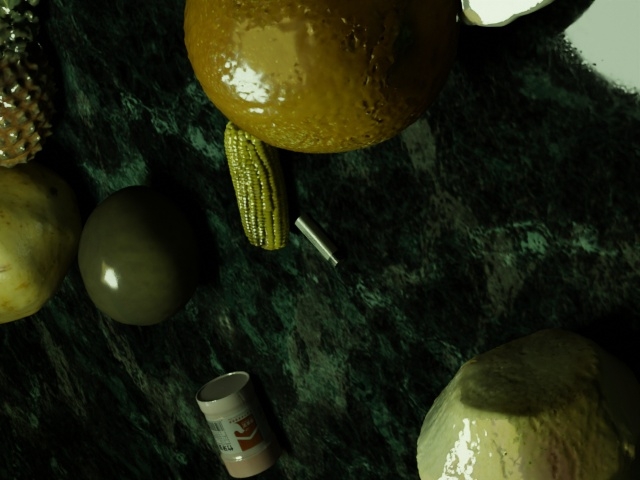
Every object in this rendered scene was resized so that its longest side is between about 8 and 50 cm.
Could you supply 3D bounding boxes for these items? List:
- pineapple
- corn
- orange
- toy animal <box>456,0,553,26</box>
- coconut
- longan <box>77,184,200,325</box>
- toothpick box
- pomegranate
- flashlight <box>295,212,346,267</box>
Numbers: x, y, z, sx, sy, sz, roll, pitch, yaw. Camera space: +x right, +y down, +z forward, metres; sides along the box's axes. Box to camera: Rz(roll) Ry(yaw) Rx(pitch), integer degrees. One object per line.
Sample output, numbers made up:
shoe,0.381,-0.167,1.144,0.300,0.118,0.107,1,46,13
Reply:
pineapple,-0.489,-0.290,1.805,0.175,0.175,0.361,41,128,23
corn,-0.082,-0.077,1.521,0.072,0.072,0.203,23,135,40
orange,0.003,-0.214,1.118,0.274,0.274,0.274,32,140,32
toy animal,0.150,-0.306,0.957,0.208,0.156,0.204,52,146,-11
coconut,0.232,0.224,1.216,0.259,0.259,0.259,32,140,32
longan,-0.281,0.027,1.759,0.196,0.196,0.220,17,119,44
toothpick box,-0.135,0.305,1.889,0.098,0.098,0.149,0,117,52
pomegranate,-0.581,-0.020,1.962,0.342,0.342,0.342,32,140,32
flashlight,0.000,0.000,1.529,0.083,0.018,0.018,48,146,13
